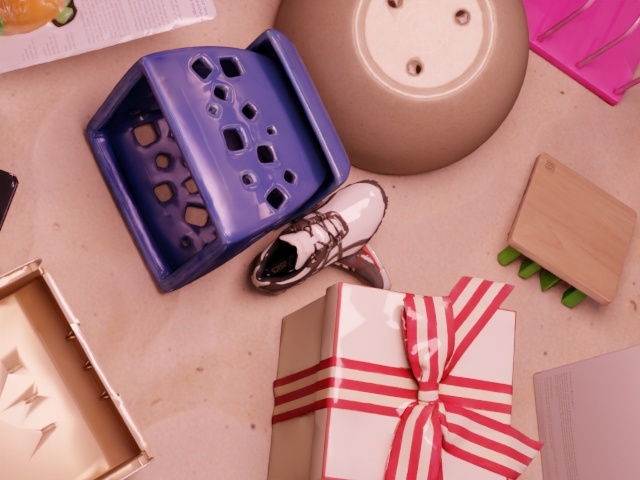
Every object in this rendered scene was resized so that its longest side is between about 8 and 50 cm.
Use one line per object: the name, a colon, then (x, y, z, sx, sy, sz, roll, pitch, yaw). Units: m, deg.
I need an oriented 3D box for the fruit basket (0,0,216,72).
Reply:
fruit basket: (-0.335, -0.364, 1.667, 0.353, 0.165, 0.327, -16, 83, -15)

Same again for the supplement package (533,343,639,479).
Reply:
supplement package: (0.411, 0.227, 1.739, 0.175, 0.293, 0.178, 0, 78, -19)

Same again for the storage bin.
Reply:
storage bin: (-0.355, 0.193, 1.571, 0.260, 0.123, 0.262, -29, 88, -22)

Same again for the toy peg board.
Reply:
toy peg board: (0.320, -0.004, 1.890, 0.161, 0.079, 0.161, 32, 54, -10)

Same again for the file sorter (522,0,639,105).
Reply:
file sorter: (0.366, -0.366, 1.923, 0.290, 0.182, 0.202, 33, 69, -10)

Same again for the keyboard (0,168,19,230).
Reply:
keyboard: (-0.453, -0.058, 1.651, 0.180, 0.023, 0.108, 21, 65, -13)

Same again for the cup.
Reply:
cup: (0.111, -0.247, 1.720, 0.331, 0.237, 0.331, 0, 92, -4)

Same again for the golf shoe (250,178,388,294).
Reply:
golf shoe: (0.000, 0.000, 1.719, 0.198, 0.094, 0.077, -40, 86, 5)

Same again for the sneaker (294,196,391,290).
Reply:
sneaker: (0.025, 0.012, 1.792, 0.065, 0.061, 0.158, -40, 88, -1)

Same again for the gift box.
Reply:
gift box: (0.103, 0.181, 1.662, 0.276, 0.258, 0.255, 5, 77, -17)

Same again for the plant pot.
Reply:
plant pot: (-0.113, -0.103, 1.674, 0.212, 0.236, 0.236, -25, 86, -30)
